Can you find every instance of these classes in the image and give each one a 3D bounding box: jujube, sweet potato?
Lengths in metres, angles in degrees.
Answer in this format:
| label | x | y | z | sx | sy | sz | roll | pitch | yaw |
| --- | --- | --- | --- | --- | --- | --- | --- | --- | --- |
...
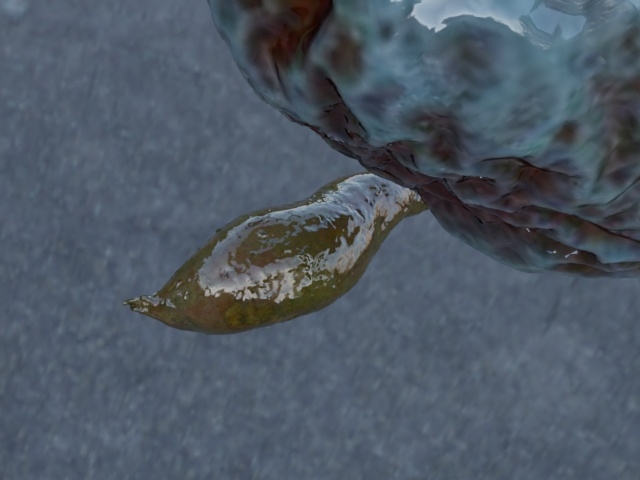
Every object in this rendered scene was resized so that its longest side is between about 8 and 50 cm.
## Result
| label | x | y | z | sx | sy | sz | roll | pitch | yaw |
| --- | --- | --- | --- | --- | --- | --- | --- | --- | --- |
| jujube | 0.089 | -0.104 | 0.760 | 0.317 | 0.226 | 0.226 | 24 | 33 | -45 |
| sweet potato | 0.002 | 0.002 | 0.912 | 0.226 | 0.068 | 0.068 | -25 | 60 | -29 |
